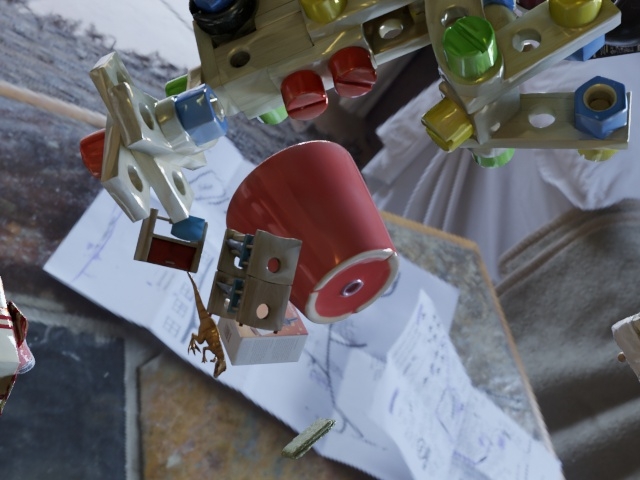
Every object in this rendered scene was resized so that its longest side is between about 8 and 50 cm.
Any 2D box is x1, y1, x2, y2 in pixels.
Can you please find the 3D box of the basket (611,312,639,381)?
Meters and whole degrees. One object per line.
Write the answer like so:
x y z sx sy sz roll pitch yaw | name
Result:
0.674 0.194 1.157 0.331 0.266 0.328 -4 60 -47 | basket

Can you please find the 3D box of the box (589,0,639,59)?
0.472 -0.375 1.221 0.180 0.147 0.078 50 40 -57 | box

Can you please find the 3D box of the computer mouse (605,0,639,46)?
0.428 -0.319 0.923 0.072 0.272 0.188 44 59 11 | computer mouse

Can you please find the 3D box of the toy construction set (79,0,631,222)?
0.011 -0.109 0.505 0.327 0.151 0.215 -14 62 -3 | toy construction set

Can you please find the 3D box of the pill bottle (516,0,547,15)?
0.182 -0.230 0.612 0.086 0.086 0.152 66 10 28 | pill bottle

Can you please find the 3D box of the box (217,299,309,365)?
-0.134 0.208 1.803 0.170 0.091 0.130 0 37 -29 | box

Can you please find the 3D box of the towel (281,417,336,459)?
-0.029 0.501 1.980 0.148 0.110 0.027 -37 92 -21 | towel

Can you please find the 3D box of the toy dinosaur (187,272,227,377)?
-0.219 0.165 1.508 0.064 0.112 0.212 -11 68 -36 | toy dinosaur

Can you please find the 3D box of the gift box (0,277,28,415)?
-0.656 0.222 1.327 0.258 0.255 0.276 11 36 -40 | gift box

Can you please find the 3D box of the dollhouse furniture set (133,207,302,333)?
-0.146 0.040 1.053 0.183 0.129 0.129 15 85 -27 | dollhouse furniture set

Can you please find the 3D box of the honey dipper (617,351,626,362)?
0.559 0.213 1.379 0.160 0.030 0.030 18 42 -44 | honey dipper

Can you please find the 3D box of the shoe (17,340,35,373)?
-0.651 0.202 1.621 0.063 0.081 0.178 -33 37 -23 | shoe

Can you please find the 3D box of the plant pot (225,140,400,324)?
0.000 0.000 1.416 0.275 0.275 0.243 0 45 -44 | plant pot

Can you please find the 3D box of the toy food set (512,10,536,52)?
0.220 -0.238 0.926 0.122 0.019 0.078 37 -2 -42 | toy food set
